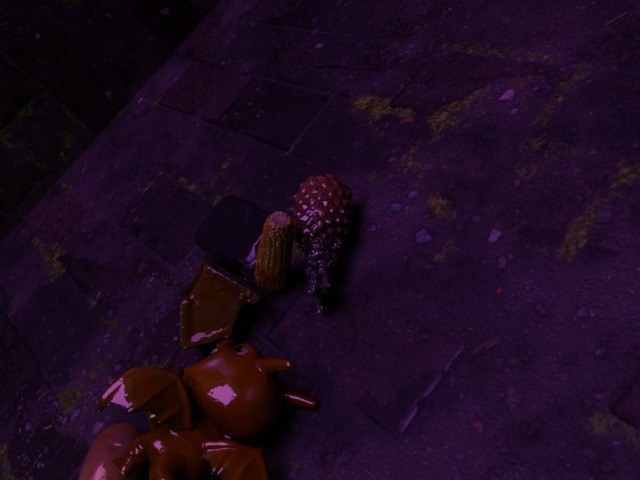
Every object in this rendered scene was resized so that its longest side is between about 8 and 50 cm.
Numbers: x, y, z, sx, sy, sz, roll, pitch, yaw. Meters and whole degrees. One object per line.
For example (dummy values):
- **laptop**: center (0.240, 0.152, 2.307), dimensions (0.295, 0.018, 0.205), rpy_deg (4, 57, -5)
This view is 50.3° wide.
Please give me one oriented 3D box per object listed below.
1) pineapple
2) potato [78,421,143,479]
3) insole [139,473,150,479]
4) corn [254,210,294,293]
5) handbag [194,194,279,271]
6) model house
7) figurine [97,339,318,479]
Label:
- **pineapple**: center (0.000, 0.000, 1.689), dimensions (0.175, 0.175, 0.361), rpy_deg (-18, 44, 26)
- **potato**: center (-0.503, 0.547, 1.652), dimensions (0.150, 0.146, 0.233), rpy_deg (-1, 46, 2)
- **insole**: center (-0.413, 0.580, 1.646), dimensions (0.153, 0.002, 0.053), rpy_deg (-35, 40, 10)
- **corn**: center (-0.115, 0.034, 1.713), dimensions (0.091, 0.260, 0.091), rpy_deg (-23, 54, -27)
- **handbag**: center (-0.229, -0.025, 1.969), dimensions (0.332, 0.075, 0.191), rpy_deg (22, 71, 46)
- **model house**: center (-0.287, 0.175, 1.802), dimensions (0.239, 0.173, 0.268), rpy_deg (-58, 10, 1)
- **figurine**: center (-0.221, 0.409, 1.460), dimensions (0.401, 0.268, 0.387), rpy_deg (38, 63, 17)
